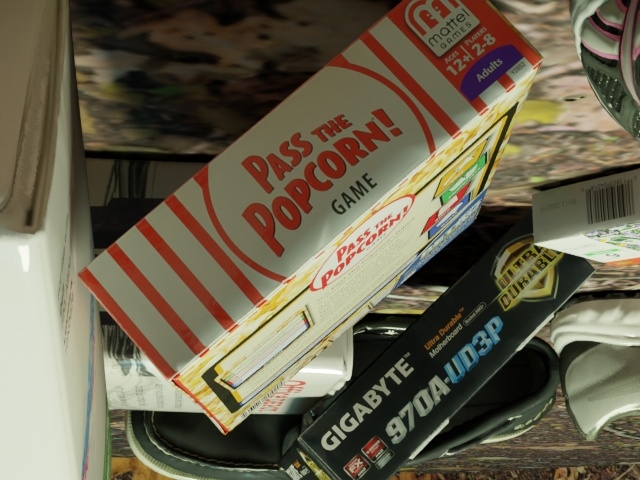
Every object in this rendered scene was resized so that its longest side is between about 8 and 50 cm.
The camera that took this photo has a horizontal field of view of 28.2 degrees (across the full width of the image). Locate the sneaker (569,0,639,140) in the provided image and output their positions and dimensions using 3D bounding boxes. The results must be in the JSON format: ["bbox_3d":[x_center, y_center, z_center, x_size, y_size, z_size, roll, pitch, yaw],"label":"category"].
[{"bbox_3d":[0.108,-0.049,0.359,0.072,0.077,0.178,-1,167,10],"label":"sneaker"}]

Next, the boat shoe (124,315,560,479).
[{"bbox_3d":[0.026,0.117,0.962,0.340,0.127,0.113,1,166,-11],"label":"boat shoe"}]

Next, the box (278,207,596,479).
[{"bbox_3d":[0.058,0.081,0.745,0.175,0.051,0.220,-43,173,-12],"label":"box"}]

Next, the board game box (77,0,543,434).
[{"bbox_3d":[0.000,0.000,0.459,0.147,0.045,0.193,-40,170,-9],"label":"board game box"}]

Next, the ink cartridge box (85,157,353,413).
[{"bbox_3d":[-0.111,0.028,0.636,0.237,0.100,0.172,2,167,-6],"label":"ink cartridge box"}]

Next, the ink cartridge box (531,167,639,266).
[{"bbox_3d":[0.165,-0.007,0.642,0.063,0.029,0.115,-13,161,43],"label":"ink cartridge box"}]

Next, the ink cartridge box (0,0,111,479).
[{"bbox_3d":[-0.179,0.040,0.432,0.201,0.117,0.278,1,140,-5],"label":"ink cartridge box"}]

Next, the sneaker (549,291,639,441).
[{"bbox_3d":[0.301,0.092,0.896,0.271,0.108,0.100,-4,164,11],"label":"sneaker"}]
